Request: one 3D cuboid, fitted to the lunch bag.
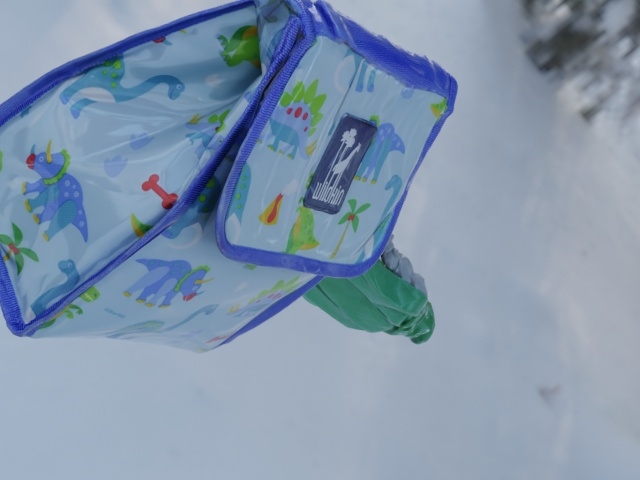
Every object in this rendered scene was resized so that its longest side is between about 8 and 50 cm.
[{"bbox_3d":[-0.034,-0.027,0.643,0.096,0.151,0.129,61,20,19],"label":"lunch bag"}]

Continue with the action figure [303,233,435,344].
[{"bbox_3d":[0.000,0.000,1.164,0.232,0.137,0.063,43,51,-33],"label":"action figure"}]
